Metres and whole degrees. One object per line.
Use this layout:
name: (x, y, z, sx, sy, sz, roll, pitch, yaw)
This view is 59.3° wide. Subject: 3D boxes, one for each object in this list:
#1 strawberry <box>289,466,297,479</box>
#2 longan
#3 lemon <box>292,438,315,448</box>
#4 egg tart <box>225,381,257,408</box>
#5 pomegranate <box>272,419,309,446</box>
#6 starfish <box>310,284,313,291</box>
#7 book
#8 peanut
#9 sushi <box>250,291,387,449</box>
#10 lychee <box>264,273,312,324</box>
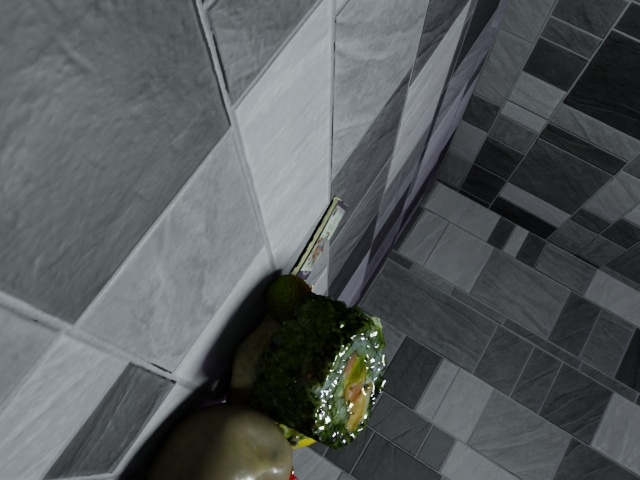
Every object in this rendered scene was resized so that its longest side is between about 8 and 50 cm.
strawberry: (-0.241, 0.707, 1.556, 0.351, 0.267, 0.312, -56, -160, -23)
longan: (-0.208, 0.473, 1.153, 0.289, 0.288, 0.350, -61, 162, 8)
lemon: (-0.083, 0.525, 1.813, 0.261, 0.260, 0.284, -57, -166, -13)
egg tart: (-0.140, 0.334, 1.415, 0.290, 0.107, 0.291, -38, -177, 3)
pomegranate: (-0.075, 0.425, 1.580, 0.204, 0.221, 0.277, 142, -49, -80)
starfish: (-0.081, 0.241, 1.659, 0.248, 0.050, 0.138, -64, 167, 7)
book: (0.001, 0.001, 1.444, 0.231, 0.026, 0.157, -60, 169, 2)
peanut: (-0.124, 0.239, 1.308, 0.117, 0.101, 0.263, -22, -159, 51)
sushi: (0.015, 0.280, 1.215, 0.294, 0.178, 0.352, -60, 152, -18)
lychee: (-0.070, 0.133, 1.260, 0.114, 0.114, 0.146, -57, 156, -11)
